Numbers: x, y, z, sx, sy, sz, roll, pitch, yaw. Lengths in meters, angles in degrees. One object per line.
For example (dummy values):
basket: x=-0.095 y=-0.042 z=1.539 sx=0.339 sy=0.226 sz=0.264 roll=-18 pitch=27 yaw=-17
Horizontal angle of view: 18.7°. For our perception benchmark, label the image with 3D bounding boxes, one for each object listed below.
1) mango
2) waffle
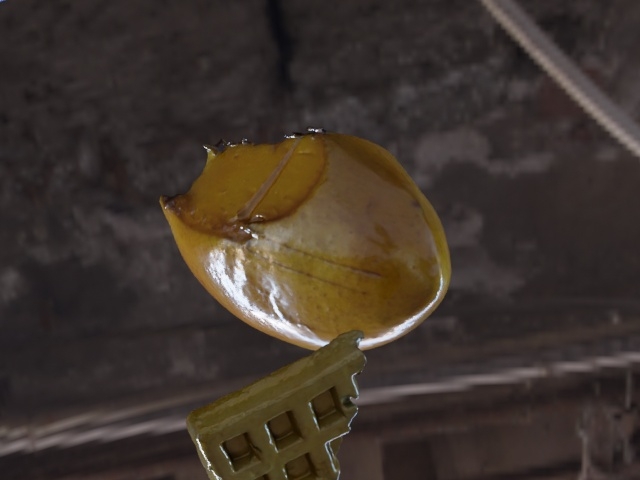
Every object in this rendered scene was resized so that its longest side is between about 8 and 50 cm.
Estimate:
mango: x=0.000 y=0.000 z=1.383 sx=0.252 sy=0.126 sz=0.154 roll=17 pitch=-88 yaw=46
waffle: x=0.000 y=0.153 z=1.179 sx=0.125 sy=0.191 sz=0.032 roll=-28 pitch=-143 yaw=-7
